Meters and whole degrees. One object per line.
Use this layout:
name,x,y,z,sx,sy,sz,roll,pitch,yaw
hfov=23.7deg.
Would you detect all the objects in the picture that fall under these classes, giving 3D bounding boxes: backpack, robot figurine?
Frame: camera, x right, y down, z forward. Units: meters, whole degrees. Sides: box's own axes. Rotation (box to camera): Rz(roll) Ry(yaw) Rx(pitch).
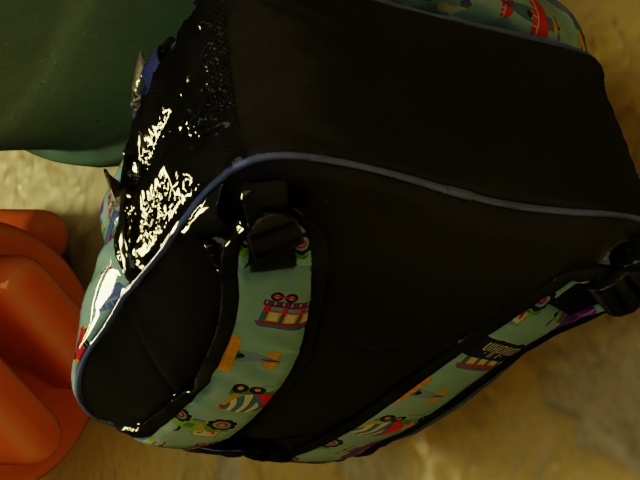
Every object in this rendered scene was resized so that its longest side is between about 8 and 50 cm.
backpack,0.000,0.000,0.497,0.173,0.158,0.117,-50,41,46
robot figurine,-0.191,0.056,0.711,0.219,0.128,0.158,-4,81,48

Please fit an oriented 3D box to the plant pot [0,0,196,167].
plant pot,-0.239,-0.176,0.591,0.341,0.334,0.341,13,108,45
